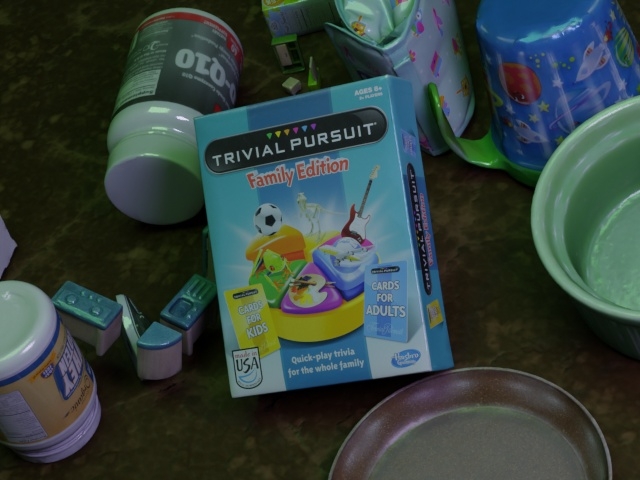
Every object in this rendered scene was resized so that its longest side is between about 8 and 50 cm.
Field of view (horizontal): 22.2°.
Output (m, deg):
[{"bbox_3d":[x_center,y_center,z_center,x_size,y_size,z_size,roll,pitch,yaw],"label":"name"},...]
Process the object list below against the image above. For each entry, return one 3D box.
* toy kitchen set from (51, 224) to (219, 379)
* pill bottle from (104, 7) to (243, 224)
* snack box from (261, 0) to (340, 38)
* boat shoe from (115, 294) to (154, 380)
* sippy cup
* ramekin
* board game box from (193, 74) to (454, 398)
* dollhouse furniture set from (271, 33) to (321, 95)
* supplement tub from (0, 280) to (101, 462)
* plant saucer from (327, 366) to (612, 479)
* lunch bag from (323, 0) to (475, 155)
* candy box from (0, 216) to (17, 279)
[{"bbox_3d":[-0.206,0.044,1.997,0.166,0.122,0.207,23,47,17],"label":"toy kitchen set"},{"bbox_3d":[-0.200,-0.169,2.217,0.161,0.161,0.283,-6,47,14],"label":"pill bottle"},{"bbox_3d":[0.016,-0.395,2.417,0.207,0.070,0.174,-15,46,9],"label":"snack box"},{"bbox_3d":[-0.224,0.120,2.041,0.040,0.049,0.142,-13,45,-16],"label":"boat shoe"},{"bbox_3d":[0.299,-0.219,2.027,0.305,0.224,0.240,-45,44,-20],"label":"sippy cup"},{"bbox_3d":[0.401,-0.007,1.833,0.303,0.148,0.303,-11,55,16],"label":"ramekin"},{"bbox_3d":[0.000,0.000,1.883,0.254,0.079,0.336,-11,85,24],"label":"board game box"},{"bbox_3d":[-0.042,-0.217,2.278,0.076,0.058,0.151,-9,46,13],"label":"dollhouse furniture set"},{"bbox_3d":[-0.352,0.159,1.936,0.144,0.199,0.144,-10,47,11],"label":"supplement tub"},{"bbox_3d":[0.160,0.273,1.755,0.311,0.050,0.310,-10,45,10],"label":"plant saucer"},{"bbox_3d":[0.106,-0.264,2.154,0.160,0.223,0.262,-17,47,12],"label":"lunch bag"},{"bbox_3d":[-0.490,0.024,2.136,0.070,0.164,0.196,3,49,20],"label":"candy box"}]
